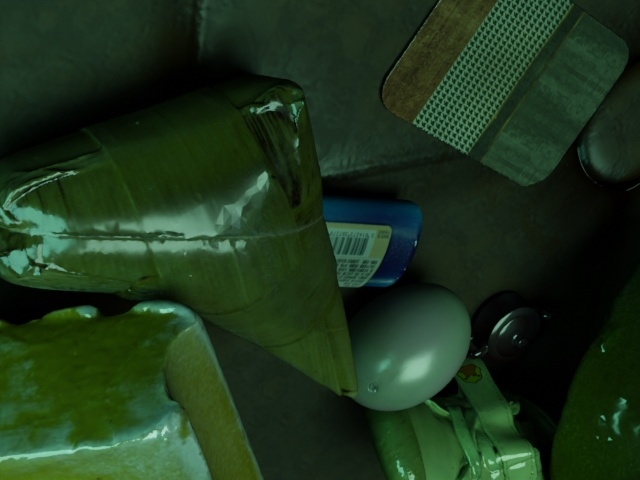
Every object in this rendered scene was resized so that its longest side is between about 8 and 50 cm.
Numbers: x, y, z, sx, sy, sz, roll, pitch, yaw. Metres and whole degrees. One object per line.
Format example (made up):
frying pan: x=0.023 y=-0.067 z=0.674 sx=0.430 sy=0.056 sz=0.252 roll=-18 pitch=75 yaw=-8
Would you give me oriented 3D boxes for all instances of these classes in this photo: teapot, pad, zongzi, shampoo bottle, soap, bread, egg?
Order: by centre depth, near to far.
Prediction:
zongzi: x=-0.112 y=0.040 z=1.543 sx=0.273 sy=0.145 sz=0.300 roll=-21 pitch=113 yaw=-19
soap: x=-0.199 y=0.208 z=1.555 sx=0.293 sy=0.156 sz=0.335 roll=-4 pitch=137 yaw=10
shampoo bottle: x=0.000 y=0.000 z=1.698 sx=0.183 sy=0.050 sz=0.087 roll=3 pitch=122 yaw=-38
pad: x=0.225 y=-0.197 z=1.711 sx=0.323 sy=0.055 sz=0.250 roll=-41 pitch=139 yaw=23
egg: x=0.076 y=0.096 z=1.787 sx=0.135 sy=0.103 sz=0.103 roll=-37 pitch=136 yaw=-10
teapot: x=0.179 y=0.089 z=1.901 sx=0.100 sy=0.045 sz=0.068 roll=-27 pitch=132 yaw=-19
bread: x=0.365 y=0.167 z=1.966 sx=0.382 sy=0.129 sz=0.366 roll=-22 pitch=125 yaw=-50

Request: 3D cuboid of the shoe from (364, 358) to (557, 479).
shoe: x=0.140 y=0.194 z=1.897 sx=0.128 sy=0.140 sz=0.262 roll=-44 pitch=143 yaw=14
